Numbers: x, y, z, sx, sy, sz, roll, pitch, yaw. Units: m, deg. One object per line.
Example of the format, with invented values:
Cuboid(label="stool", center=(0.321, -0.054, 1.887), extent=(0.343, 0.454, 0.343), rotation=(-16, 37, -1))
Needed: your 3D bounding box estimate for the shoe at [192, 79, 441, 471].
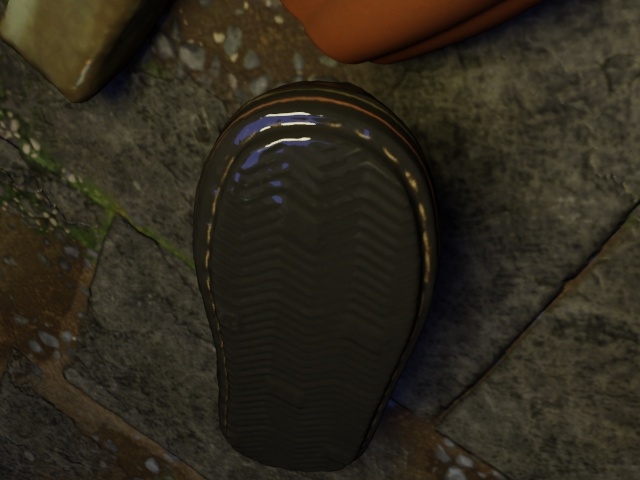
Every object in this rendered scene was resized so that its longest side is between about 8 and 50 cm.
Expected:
Cuboid(label="shoe", center=(0.000, 0.000, 0.649), extent=(0.171, 0.237, 0.384), rotation=(6, 137, 2))

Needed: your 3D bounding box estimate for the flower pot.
Cuboid(label="flower pot", center=(0.061, -0.211, 0.529), extent=(0.190, 0.190, 0.173), rotation=(51, 140, -11))

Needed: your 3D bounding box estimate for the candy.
Cuboid(label="candy", center=(-0.181, -0.225, 0.683), extent=(0.104, 0.102, 0.234), rotation=(43, 132, -5))
